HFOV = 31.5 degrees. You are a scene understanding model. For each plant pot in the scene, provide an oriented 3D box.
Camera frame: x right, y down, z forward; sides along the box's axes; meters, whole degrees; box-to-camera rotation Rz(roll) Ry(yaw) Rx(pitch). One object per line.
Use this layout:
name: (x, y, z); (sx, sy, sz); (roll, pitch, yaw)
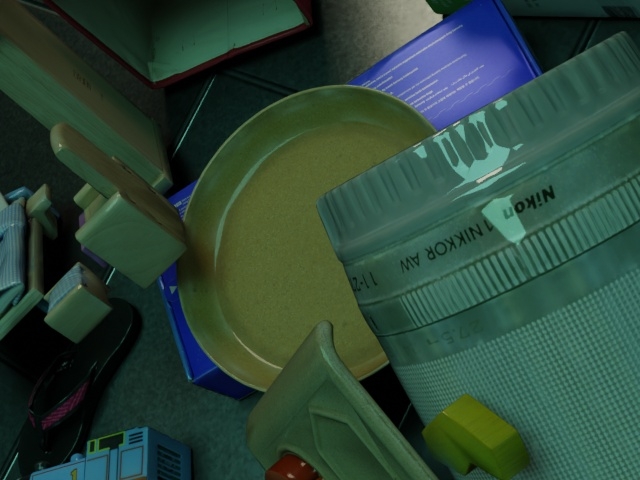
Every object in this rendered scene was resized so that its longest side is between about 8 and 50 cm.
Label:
plant pot: (0.000, 0.000, 0.835); (0.236, 0.032, 0.236); (-10, 69, 27)

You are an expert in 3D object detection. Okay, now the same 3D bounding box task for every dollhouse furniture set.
dollhouse furniture set: (-0.297, -0.013, 0.936); (0.303, 0.198, 0.286); (-43, 28, 10)

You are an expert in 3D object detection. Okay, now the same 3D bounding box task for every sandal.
sandal: (-0.223, 0.128, 1.000); (0.067, 0.040, 0.179); (25, 85, 34)

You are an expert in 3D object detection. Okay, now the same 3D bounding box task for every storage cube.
storage cube: (-0.131, -0.285, 1.008); (0.184, 0.215, 0.193); (-18, 57, 24)

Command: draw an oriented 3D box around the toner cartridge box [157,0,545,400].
toner cartridge box: (0.030, -0.030, 0.893); (0.348, 0.075, 0.165); (-31, 58, 17)

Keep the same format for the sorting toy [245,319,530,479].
sorting toy: (0.043, 0.161, 0.667); (0.041, 0.307, 0.229); (-30, 77, -26)

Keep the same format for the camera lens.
camera lens: (0.151, 0.047, 0.659); (0.219, 0.219, 0.274); (-28, 92, 18)

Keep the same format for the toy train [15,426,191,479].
toy train: (-0.188, 0.220, 0.925); (0.184, 0.080, 0.105); (-19, 54, 24)

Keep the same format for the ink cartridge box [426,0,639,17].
ink cartridge box: (0.186, -0.259, 0.812); (0.289, 0.211, 0.121); (8, 74, 31)
